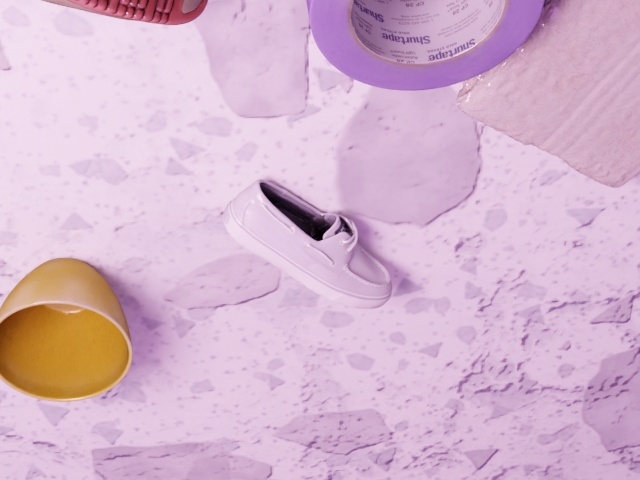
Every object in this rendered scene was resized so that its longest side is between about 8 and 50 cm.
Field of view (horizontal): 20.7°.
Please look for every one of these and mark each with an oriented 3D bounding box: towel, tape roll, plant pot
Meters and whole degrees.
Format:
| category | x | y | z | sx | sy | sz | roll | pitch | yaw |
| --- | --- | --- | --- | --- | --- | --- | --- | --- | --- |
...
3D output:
| category | x | y | z | sx | sy | sz | roll | pitch | yaw |
| --- | --- | --- | --- | --- | --- | --- | --- | --- | --- |
| towel | 0.263 | -0.174 | 1.485 | 0.187 | 0.049 | 0.282 | 25 | 127 | -22 |
| tape roll | 0.080 | -0.212 | 1.396 | 0.189 | 0.080 | 0.189 | -5 | 143 | -4 |
| plant pot | -0.242 | 0.072 | 1.648 | 0.134 | 0.095 | 0.134 | -2 | 133 | -2 |

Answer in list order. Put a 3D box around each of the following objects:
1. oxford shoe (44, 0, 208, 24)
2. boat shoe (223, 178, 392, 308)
| category | x | y | z | sx | sy | sz | roll | pitch | yaw |
| --- | --- | --- | --- | --- | --- | --- | --- | --- | --- |
| oxford shoe | -0.249 | -0.254 | 1.365 | 0.348 | 0.123 | 0.130 | 22 | 162 | -29 |
| boat shoe | 0.000 | 0.000 | 1.624 | 0.184 | 0.066 | 0.063 | 33 | 125 | -17 |
